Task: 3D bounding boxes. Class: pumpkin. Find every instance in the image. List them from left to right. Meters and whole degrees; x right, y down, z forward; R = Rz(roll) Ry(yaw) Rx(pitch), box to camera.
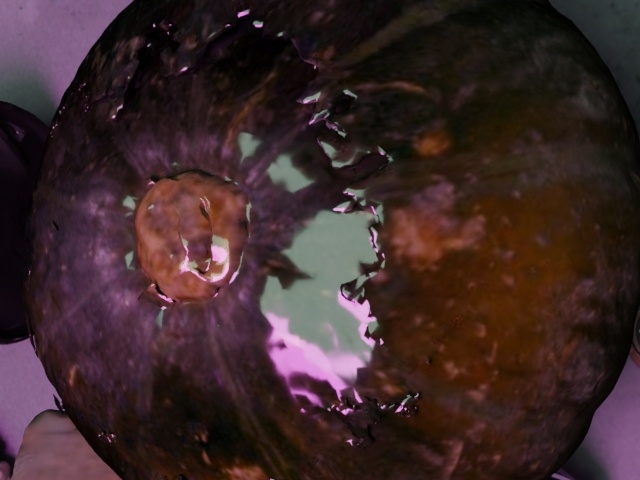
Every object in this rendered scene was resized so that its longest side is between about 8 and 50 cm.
[{"bbox_3d":[0.000,0.000,0.820,0.454,0.344,0.454,1,91,38],"label":"pumpkin"}]

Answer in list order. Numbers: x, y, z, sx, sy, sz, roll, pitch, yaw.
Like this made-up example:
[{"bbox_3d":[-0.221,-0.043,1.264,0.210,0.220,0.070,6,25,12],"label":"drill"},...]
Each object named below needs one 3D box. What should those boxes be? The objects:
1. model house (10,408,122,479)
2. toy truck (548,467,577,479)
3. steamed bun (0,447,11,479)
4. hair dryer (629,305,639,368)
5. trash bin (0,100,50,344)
[{"bbox_3d":[-0.117,0.327,1.024,0.280,0.245,0.312,2,127,0],"label":"model house"},{"bbox_3d":[0.110,0.250,0.928,0.216,0.110,0.116,-57,37,7],"label":"toy truck"},{"bbox_3d":[-0.423,0.276,1.198,0.211,0.144,0.218,16,103,25],"label":"steamed bun"},{"bbox_3d":[0.256,0.015,0.852,0.064,0.117,0.181,-4,75,24],"label":"hair dryer"},{"bbox_3d":[-0.391,-0.008,1.102,0.262,0.217,0.277,-5,61,27],"label":"trash bin"}]
